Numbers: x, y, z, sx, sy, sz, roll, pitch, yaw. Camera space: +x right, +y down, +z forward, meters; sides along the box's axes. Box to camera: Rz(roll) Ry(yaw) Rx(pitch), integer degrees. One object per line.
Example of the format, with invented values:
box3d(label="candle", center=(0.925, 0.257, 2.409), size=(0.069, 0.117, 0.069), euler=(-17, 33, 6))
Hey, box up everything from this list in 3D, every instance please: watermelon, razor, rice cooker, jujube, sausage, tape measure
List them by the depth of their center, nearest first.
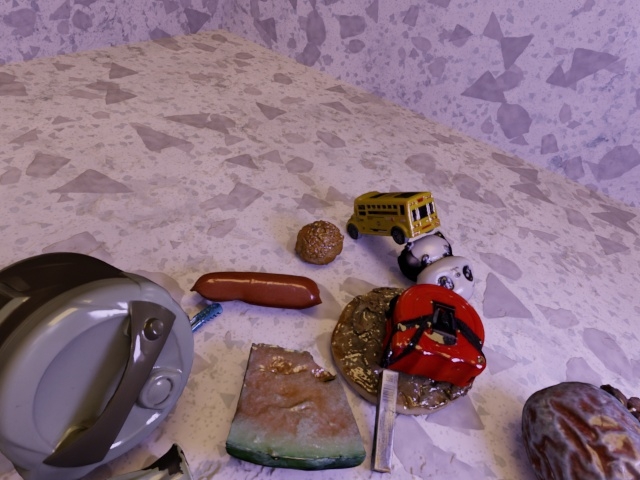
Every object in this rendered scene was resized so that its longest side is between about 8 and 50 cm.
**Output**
box3d(label="rice cooker", center=(-0.417, 0.199, 0.697), size=(0.326, 0.334, 0.335), euler=(17, 34, 35))
box3d(label="watermelon", center=(-0.048, 0.372, 0.834), size=(0.265, 0.151, 0.302), euler=(8, 23, -6))
box3d(label="jujube", center=(0.570, 0.455, 0.857), size=(0.216, 0.246, 0.308), euler=(18, 22, -28))
box3d(label="razor", center=(-0.337, 0.223, 0.963), size=(0.082, 0.042, 0.253), euler=(4, 26, 38))
box3d(label="tape measure", center=(0.277, 0.224, 1.007), size=(0.254, 0.113, 0.260), euler=(15, 45, -1))
box3d(label="sausage", center=(-0.166, 0.129, 1.080), size=(0.349, 0.097, 0.093), euler=(8, 83, -13))

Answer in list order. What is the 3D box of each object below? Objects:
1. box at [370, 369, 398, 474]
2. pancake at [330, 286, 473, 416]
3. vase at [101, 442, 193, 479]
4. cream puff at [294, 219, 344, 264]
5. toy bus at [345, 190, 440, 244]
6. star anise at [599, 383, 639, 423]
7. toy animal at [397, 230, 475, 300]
box3d(label="box", center=(0.140, 0.391, 0.882), size=(0.041, 0.049, 0.206), euler=(12, 60, -2))
box3d(label="pancake", center=(0.223, 0.278, 1.070), size=(0.383, 0.071, 0.381), euler=(8, 45, -8))
box3d(label="vase", center=(-0.382, 0.448, 0.612), size=(0.361, 0.165, 0.165), euler=(-12, 48, -37))
box3d(label="cream puff", center=(0.000, 0.000, 1.278), size=(0.150, 0.115, 0.165), euler=(12, 41, 0))
box3d(label="toy bus", center=(0.218, -0.084, 1.323), size=(0.145, 0.151, 0.331), euler=(-24, 17, -30))
box3d(label="star anise", center=(0.778, 0.467, 1.030), size=(0.224, 0.108, 0.235), euler=(6, 39, -19))
box3d(label="toy animal", center=(0.366, 0.102, 1.251), size=(0.187, 0.165, 0.235), euler=(-20, 51, -17))
